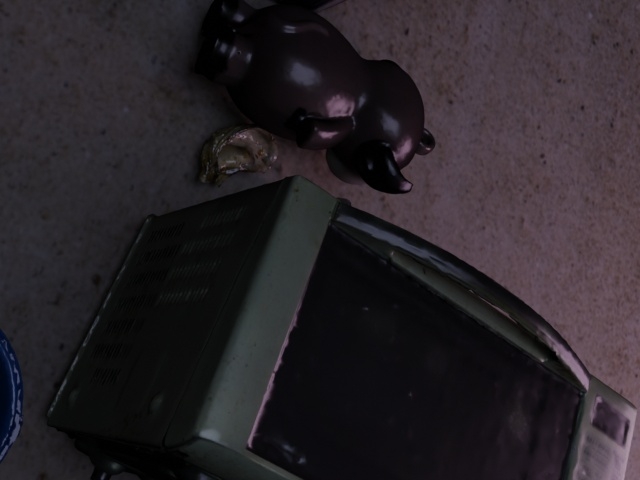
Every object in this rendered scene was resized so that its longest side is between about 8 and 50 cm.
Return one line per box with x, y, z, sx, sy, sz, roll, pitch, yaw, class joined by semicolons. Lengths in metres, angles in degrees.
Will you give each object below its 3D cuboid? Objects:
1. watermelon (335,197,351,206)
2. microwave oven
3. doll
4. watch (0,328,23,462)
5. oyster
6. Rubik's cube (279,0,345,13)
-0.022;-0.007;0.990;0.121;0.158;0.098;25;73;0;watermelon
0.019;0.163;0.881;0.394;0.333;0.247;34;67;-25;microwave oven
0.002;-0.142;1.004;0.257;0.117;0.182;28;44;-26;doll
-0.331;0.134;0.780;0.200;0.171;0.196;-13;106;-43;watch
-0.084;-0.081;1.016;0.083;0.038;0.081;35;78;-52;oyster
0.083;-0.418;0.969;0.307;0.305;0.310;-27;101;-29;Rubik's cube
